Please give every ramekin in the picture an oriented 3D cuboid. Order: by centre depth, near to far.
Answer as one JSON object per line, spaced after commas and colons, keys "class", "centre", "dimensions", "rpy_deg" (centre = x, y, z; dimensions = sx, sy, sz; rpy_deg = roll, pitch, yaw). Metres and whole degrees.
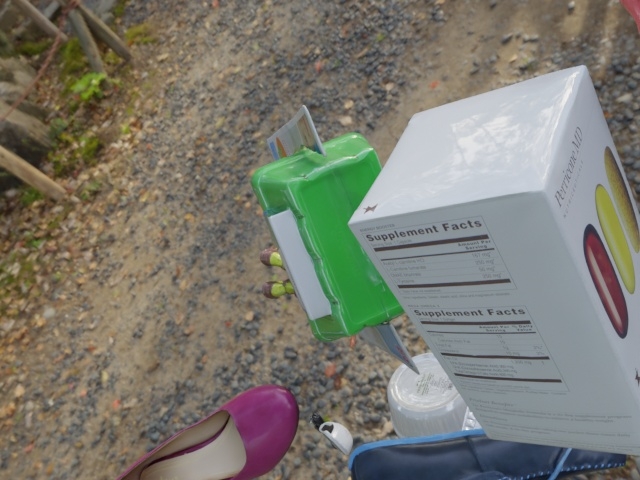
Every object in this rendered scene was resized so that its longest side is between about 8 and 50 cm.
{"class": "ramekin", "centre": [0.240, 0.335, 1.291], "dimensions": [0.207, 0.109, 0.207], "rpy_deg": [-16, 30, 10]}

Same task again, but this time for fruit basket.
{"class": "fruit basket", "centre": [0.000, 0.000, 0.815], "dimensions": [0.165, 0.327, 0.353], "rpy_deg": [-24, 9, -16]}

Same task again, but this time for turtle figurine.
{"class": "turtle figurine", "centre": [-0.028, 0.086, 1.197], "dimensions": [0.217, 0.269, 0.087], "rpy_deg": [0, 20, 45]}

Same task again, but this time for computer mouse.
{"class": "computer mouse", "centre": [0.035, 0.419, 1.307], "dimensions": [0.042, 0.106, 0.193], "rpy_deg": [-43, 2, -15]}

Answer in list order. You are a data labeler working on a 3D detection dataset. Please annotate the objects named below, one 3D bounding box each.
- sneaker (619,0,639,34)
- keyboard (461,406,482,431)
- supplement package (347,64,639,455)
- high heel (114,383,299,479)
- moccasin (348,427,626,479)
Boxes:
{"class": "sneaker", "centre": [0.194, -0.261, 0.378], "dimensions": [0.136, 0.313, 0.116], "rpy_deg": [-27, -6, -14]}
{"class": "keyboard", "centre": [0.266, 0.215, 0.908], "dimensions": [0.072, 0.014, 0.256], "rpy_deg": [19, 59, 8]}
{"class": "supplement package", "centre": [0.153, 0.026, 0.442], "dimensions": [0.134, 0.244, 0.139], "rpy_deg": [-9, 38, 41]}
{"class": "high heel", "centre": [-0.189, 0.337, 0.923], "dimensions": [0.377, 0.181, 0.127], "rpy_deg": [-47, 61, 33]}
{"class": "moccasin", "centre": [0.210, 0.305, 0.772], "dimensions": [0.342, 0.138, 0.116], "rpy_deg": [-15, 63, 21]}
